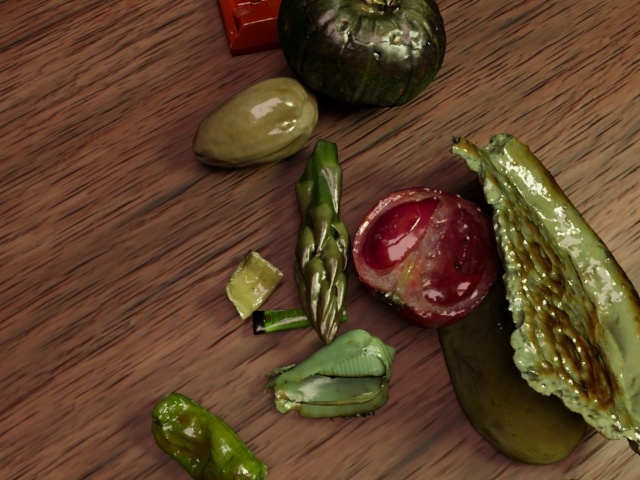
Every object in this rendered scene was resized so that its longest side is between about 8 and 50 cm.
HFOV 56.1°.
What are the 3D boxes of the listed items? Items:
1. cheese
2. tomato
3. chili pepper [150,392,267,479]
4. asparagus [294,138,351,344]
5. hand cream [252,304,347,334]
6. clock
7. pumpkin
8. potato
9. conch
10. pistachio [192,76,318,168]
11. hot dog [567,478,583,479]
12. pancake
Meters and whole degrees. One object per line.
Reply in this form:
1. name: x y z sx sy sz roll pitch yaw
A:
1. cheese: -0.095 0.061 0.782 0.060 0.041 0.084 38 58 1
2. tomato: 0.138 0.028 0.769 0.189 0.099 0.173 31 71 28
3. chili pepper: -0.114 0.260 0.700 0.204 0.073 0.072 34 91 19
4. asparagus: 0.000 0.000 0.788 0.080 0.080 0.287 -3 63 -4
5. hand cream: -0.027 0.100 0.781 0.122 0.023 0.036 -5 52 -4
6. clock: -0.101 -0.369 0.914 0.113 0.061 0.155 -15 71 -7
7. pumpkin: 0.059 -0.293 0.828 0.238 0.159 0.238 10 59 -16
8. potato: 0.247 0.138 0.742 0.160 0.111 0.271 -10 73 -9
9. conch: 0.018 0.176 0.738 0.170 0.079 0.105 -24 68 5
10. pistachio: -0.089 -0.159 0.823 0.186 0.108 0.126 -25 47 -4
11. hot dog: 0.299 0.390 0.693 0.066 0.047 0.215 -1 66 35
12. pancake: 0.292 0.037 0.715 0.305 0.067 0.426 21 49 -37
